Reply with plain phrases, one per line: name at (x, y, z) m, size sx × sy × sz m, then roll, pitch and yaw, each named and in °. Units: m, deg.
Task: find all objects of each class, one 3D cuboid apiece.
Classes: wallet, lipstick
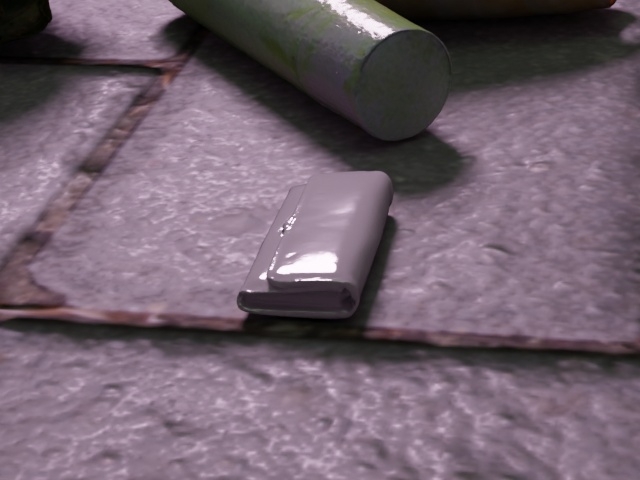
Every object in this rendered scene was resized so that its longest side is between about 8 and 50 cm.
wallet at (0.000, 0.000, 0.789) m, size 0.061 × 0.025 × 0.122 m, roll -4°, pitch 28°, yaw 15°
lipstick at (-0.023, -0.149, 1.018) m, size 0.076 × 0.076 × 0.304 m, roll -17°, pitch 30°, yaw -24°

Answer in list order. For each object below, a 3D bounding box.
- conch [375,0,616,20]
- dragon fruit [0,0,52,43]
conch at (0.076, -0.194, 1.075) m, size 0.255 × 0.127 × 0.158 m, roll 26°, pitch 1°, yaw 11°
dragon fruit at (-0.278, -0.272, 1.088) m, size 0.234 × 0.293 × 0.234 m, roll -19°, pitch -3°, yaw -1°
